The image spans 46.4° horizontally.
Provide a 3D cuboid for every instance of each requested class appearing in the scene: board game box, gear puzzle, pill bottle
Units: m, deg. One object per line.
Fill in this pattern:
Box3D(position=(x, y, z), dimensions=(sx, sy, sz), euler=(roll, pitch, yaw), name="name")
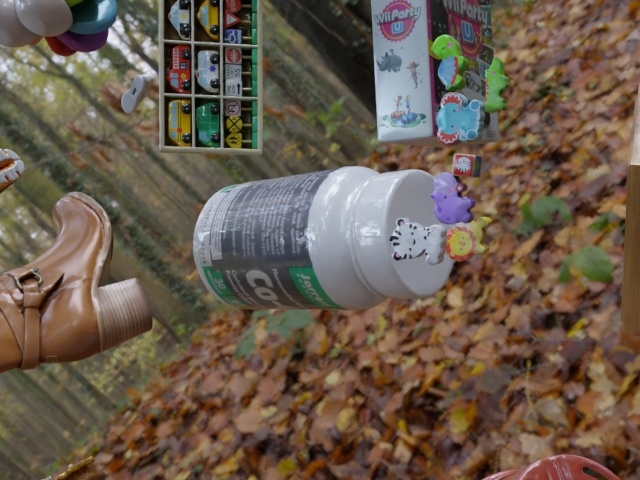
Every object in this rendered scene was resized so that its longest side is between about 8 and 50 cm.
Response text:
Box3D(position=(0.178, -0.302, 1.151), dimensions=(0.097, 0.303, 0.224), euler=(-3, 2, 37), name="board game box")
Box3D(position=(-0.555, 0.501, 1.348), dimensions=(0.339, 0.044, 0.175), euler=(-31, -10, -32), name="gear puzzle")
Box3D(position=(0.000, 0.000, 1.095), dimensions=(0.361, 0.204, 0.204), euler=(-5, 33, 42), name="pill bottle")

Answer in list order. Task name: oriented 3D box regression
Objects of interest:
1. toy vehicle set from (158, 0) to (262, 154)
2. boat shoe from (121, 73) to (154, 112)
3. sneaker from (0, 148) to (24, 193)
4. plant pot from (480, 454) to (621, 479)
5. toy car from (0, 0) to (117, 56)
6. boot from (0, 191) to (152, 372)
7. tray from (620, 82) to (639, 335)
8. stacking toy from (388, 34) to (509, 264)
Box3D(position=(-0.178, -0.273, 1.214), dimensions=(0.035, 0.166, 0.267), euler=(-178, 87, -78), name="toy vehicle set")
Box3D(position=(-0.324, -0.264, 1.337), dimensions=(0.035, 0.035, 0.100), euler=(-26, -13, -43), name="boat shoe")
Box3D(position=(-0.618, -0.085, 1.302), dimensions=(0.083, 0.084, 0.215), euler=(-28, 7, 42), name="sneaker")
Box3D(position=(0.364, 0.469, 1.178), dimensions=(0.272, 0.272, 0.265), euler=(-48, -18, -24), name="plant pot")
Box3D(position=(-0.352, -0.315, 1.016), dimensions=(0.182, 0.136, 0.159), euler=(-3, 50, 35), name="toy car")
Box3D(position=(-0.379, 0.053, 1.004), dimensions=(0.220, 0.283, 0.109), euler=(-16, -33, -29), name="boot")
Box3D(position=(0.560, -0.040, 1.273), dimensions=(0.411, 0.076, 0.203), euler=(71, -148, -43), name="tray")
Box3D(position=(0.134, -0.083, 0.747), dimensions=(0.167, 0.052, 0.221), euler=(-6, -76, -62), name="stacking toy")
